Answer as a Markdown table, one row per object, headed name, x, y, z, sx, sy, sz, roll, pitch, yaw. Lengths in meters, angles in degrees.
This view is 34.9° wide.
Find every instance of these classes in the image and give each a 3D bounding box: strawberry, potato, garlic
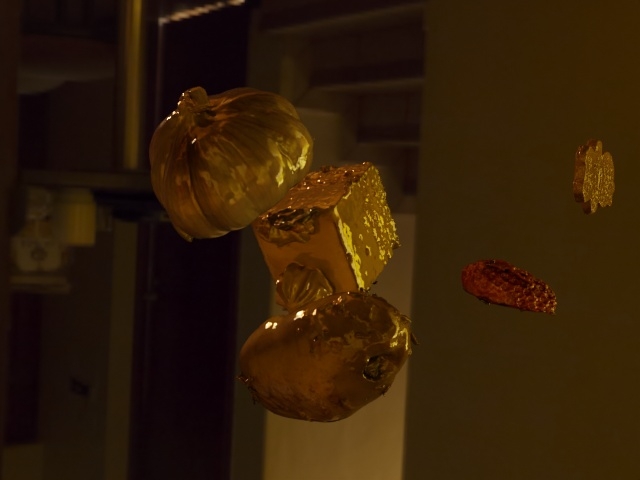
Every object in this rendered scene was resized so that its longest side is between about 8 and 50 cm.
| name | x | y | z | sx | sy | sz | roll | pitch | yaw |
| --- | --- | --- | --- | --- | --- | --- | --- | --- | --- |
| strawberry | 0.351 | 0.079 | 1.879 | 0.188 | 0.082 | 0.121 | 13 | -167 | -7 |
| potato | 0.004 | 0.167 | 1.425 | 0.300 | 0.173 | 0.140 | -28 | -177 | 41 |
| garlic | -0.169 | -0.150 | 1.879 | 0.322 | 0.321 | 0.241 | 4 | 165 | 27 |

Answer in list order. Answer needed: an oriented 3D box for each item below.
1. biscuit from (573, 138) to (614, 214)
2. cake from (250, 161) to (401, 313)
| name | x | y | z | sx | sy | sz | roll | pitch | yaw |
| --- | --- | --- | --- | --- | --- | --- | --- | --- | --- |
| biscuit | 0.598 | -0.138 | 2.227 | 0.036 | 0.165 | 0.225 | 4 | -177 | 33 |
| cake | 0.000 | 0.000 | 2.084 | 0.222 | 0.227 | 0.286 | -8 | -156 | 30 |
